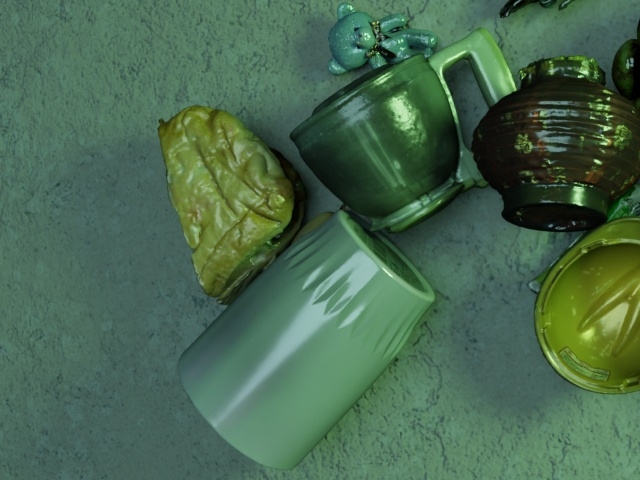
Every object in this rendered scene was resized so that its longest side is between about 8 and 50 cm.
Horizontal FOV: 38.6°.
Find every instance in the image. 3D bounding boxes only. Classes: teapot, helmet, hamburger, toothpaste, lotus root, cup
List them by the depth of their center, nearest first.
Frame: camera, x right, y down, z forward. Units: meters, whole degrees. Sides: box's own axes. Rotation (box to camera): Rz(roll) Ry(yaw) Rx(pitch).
[{"bbox_3d":[0.426,0.083,1.273,0.205,0.140,0.257,38,114,19],"label":"helmet"},{"bbox_3d":[0.412,0.001,1.338,0.078,0.047,0.248,43,106,13],"label":"toothpaste"},{"bbox_3d":[-0.019,0.152,1.407,0.371,0.253,0.253,-47,71,13],"label":"cup"},{"bbox_3d":[0.137,-0.152,1.408,0.239,0.321,0.239,58,151,-4],"label":"teapot"},{"bbox_3d":[0.000,0.000,1.507,0.150,0.062,0.073,-45,72,17],"label":"lotus root"},{"bbox_3d":[-0.124,-0.074,1.513,0.209,0.162,0.330,-20,77,19],"label":"hamburger"}]

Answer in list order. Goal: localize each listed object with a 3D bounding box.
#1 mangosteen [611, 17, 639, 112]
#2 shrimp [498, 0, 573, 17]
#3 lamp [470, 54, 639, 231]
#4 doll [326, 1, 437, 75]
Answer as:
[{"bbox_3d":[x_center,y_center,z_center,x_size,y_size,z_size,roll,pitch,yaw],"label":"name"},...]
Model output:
[{"bbox_3d":[0.511,-0.228,1.222,0.243,0.243,0.243,-1,87,24],"label":"mangosteen"},{"bbox_3d":[0.396,-0.520,1.352,0.272,0.085,0.445,44,102,25],"label":"shrimp"},{"bbox_3d":[0.330,-0.133,1.257,0.247,0.247,0.247,-1,87,24],"label":"lamp"},{"bbox_3d":[0.093,-0.318,1.474,0.180,0.075,0.120,12,96,24],"label":"doll"}]
